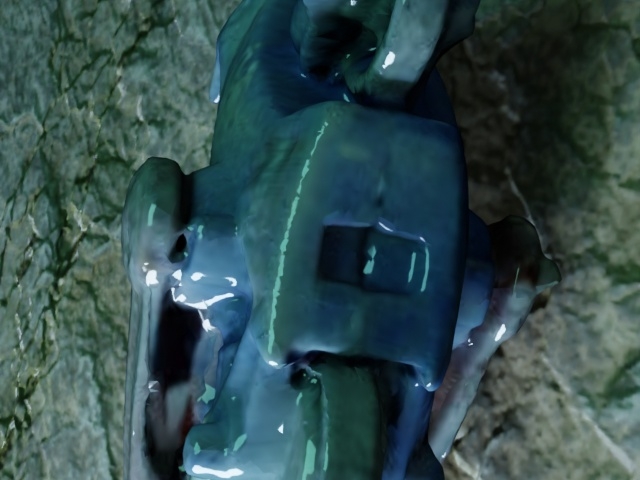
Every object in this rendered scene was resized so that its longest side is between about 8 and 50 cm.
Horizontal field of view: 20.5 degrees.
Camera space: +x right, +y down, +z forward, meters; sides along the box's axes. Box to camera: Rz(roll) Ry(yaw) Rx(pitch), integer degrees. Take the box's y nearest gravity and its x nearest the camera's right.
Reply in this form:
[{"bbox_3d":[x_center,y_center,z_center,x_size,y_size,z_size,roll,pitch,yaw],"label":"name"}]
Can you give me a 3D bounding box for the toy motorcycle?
[{"bbox_3d":[-0.021,-0.004,0.811,0.241,0.182,0.319,11,90,47],"label":"toy motorcycle"}]
